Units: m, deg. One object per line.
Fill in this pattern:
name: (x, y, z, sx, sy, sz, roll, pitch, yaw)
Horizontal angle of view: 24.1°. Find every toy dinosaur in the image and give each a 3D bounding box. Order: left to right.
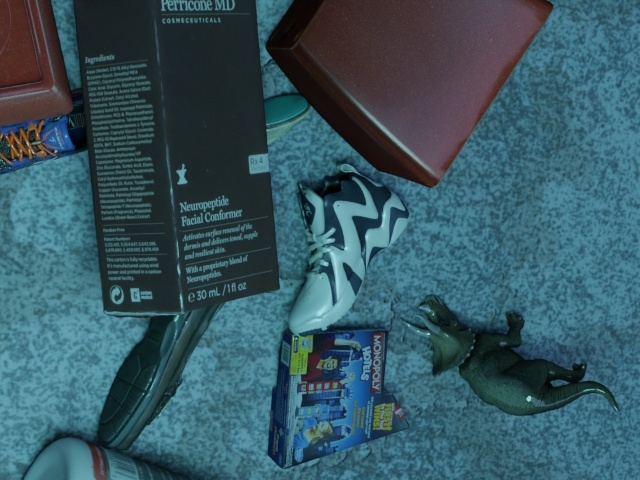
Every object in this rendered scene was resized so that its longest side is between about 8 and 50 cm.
toy dinosaur: (0.268, 0.192, 2.106, 0.160, 0.313, 0.121, -27, 143, -39)

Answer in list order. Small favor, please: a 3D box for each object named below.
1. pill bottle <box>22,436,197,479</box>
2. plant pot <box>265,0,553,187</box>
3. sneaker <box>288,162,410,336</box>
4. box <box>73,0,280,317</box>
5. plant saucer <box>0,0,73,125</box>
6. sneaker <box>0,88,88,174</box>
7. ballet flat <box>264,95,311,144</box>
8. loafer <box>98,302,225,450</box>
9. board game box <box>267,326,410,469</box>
pill bottle: (-0.209, 0.406, 1.945, 0.363, 0.210, 0.210, 25, 93, -27)
plant pot: (0.087, -0.252, 1.888, 0.235, 0.267, 0.267, 34, 89, -16)
sneaker: (0.000, 0.000, 1.993, 0.153, 0.094, 0.235, 43, 82, -24)
box: (-0.167, -0.111, 1.794, 0.191, 0.143, 0.381, -13, 98, -52)
plant saucer: (-0.427, -0.253, 1.719, 0.259, 0.047, 0.258, -13, 91, -23)
sneaker: (-0.333, -0.132, 1.815, 0.221, 0.087, 0.083, -23, 111, -17)
ballet flat: (-0.091, -0.142, 1.948, 0.168, 0.057, 0.052, -19, 139, -15)
loafer: (-0.196, 0.158, 1.954, 0.084, 0.096, 0.267, 25, 91, -33)
board game box: (0.032, 0.211, 2.084, 0.194, 0.060, 0.194, -1, 104, -25)
